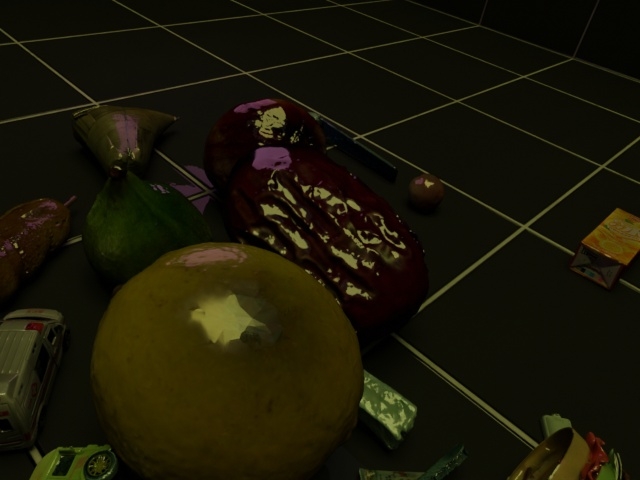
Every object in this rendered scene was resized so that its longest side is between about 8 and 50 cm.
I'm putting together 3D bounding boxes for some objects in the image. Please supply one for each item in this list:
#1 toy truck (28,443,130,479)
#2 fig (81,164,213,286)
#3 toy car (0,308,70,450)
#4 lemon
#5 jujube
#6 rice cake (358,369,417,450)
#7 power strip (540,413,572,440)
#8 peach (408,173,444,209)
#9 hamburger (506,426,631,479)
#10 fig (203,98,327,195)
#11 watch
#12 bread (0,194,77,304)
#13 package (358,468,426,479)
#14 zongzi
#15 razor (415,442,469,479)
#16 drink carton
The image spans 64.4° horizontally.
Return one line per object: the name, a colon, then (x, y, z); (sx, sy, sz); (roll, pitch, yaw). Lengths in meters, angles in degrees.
toy truck: (-0.270, 0.301, 0.498); (0.116, 0.085, 0.191); (2, 40, 4)
fig: (-0.278, -0.039, 0.807); (0.203, 0.235, 0.203); (3, 40, -2)
toy car: (-0.385, 0.150, 0.641); (0.089, 0.108, 0.209); (1, 38, -11)
lemon: (-0.102, 0.144, 0.576); (0.297, 0.297, 0.297); (6, 38, -5)
jujube: (0.000, 0.000, 0.822); (0.258, 0.258, 0.376); (-23, 63, -35)
rice cake: (-0.014, 0.169, 0.730); (0.336, 0.066, 0.063); (32, 63, 27)
power strip: (0.335, 0.283, 0.707); (0.040, 0.016, 0.090); (11, 37, 2)
peach: (0.237, -0.107, 1.131); (0.083, 0.083, 0.083); (6, 38, -5)
hamburger: (0.286, 0.306, 0.560); (0.137, 0.175, 0.175); (42, 47, 17)
fig: (-0.118, -0.164, 1.021); (0.263, 0.224, 0.224); (-3, 36, 12)
watch: (0.018, -0.234, 1.254); (0.276, 0.068, 0.274); (-4, 40, -19)
bread: (-0.500, 0.009, 0.816); (0.124, 0.084, 0.344); (13, 37, 4)
package: (0.102, 0.302, 0.632); (0.110, 0.015, 0.037); (5, 33, -8)
zongzi: (-0.385, -0.215, 1.122); (0.256, 0.115, 0.228); (-13, 46, -42)
razor: (0.107, 0.303, 0.604); (0.190, 0.033, 0.066); (-28, 84, -28)
drink carton: (0.620, 0.012, 1.073); (0.223, 0.071, 0.096); (-27, 49, -38)
